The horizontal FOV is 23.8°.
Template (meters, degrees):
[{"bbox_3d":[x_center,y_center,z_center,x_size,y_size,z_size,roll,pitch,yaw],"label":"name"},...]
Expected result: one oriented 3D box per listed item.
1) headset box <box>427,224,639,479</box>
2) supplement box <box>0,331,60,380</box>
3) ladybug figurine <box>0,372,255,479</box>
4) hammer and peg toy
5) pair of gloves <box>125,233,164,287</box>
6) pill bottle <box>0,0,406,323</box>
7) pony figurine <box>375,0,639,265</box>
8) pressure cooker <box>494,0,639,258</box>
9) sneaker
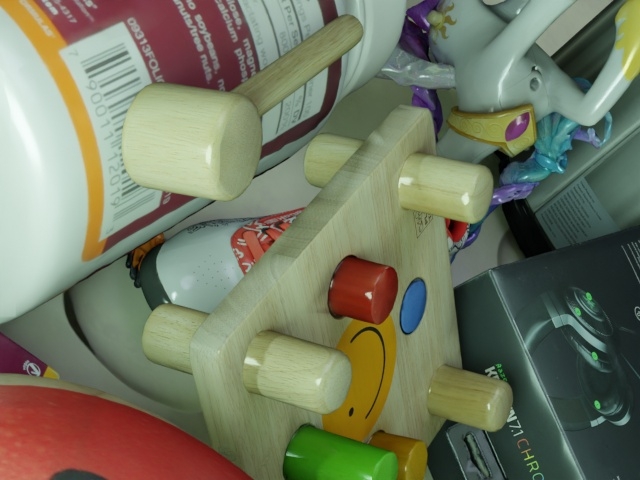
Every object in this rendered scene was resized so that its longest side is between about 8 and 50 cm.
[{"bbox_3d":[0.199,0.137,1.204,0.283,0.131,0.246,-14,77,-52],"label":"headset box"},{"bbox_3d":[-0.253,0.073,0.834,0.188,0.081,0.104,38,37,-16],"label":"supplement box"},{"bbox_3d":[-0.084,0.238,0.698,0.449,0.162,0.305,46,57,-33],"label":"ladybug figurine"},{"bbox_3d":[0.014,0.036,0.924,0.266,0.127,0.361,-49,141,-41],"label":"hammer and peg toy"},{"bbox_3d":[-0.105,0.020,1.104,0.083,0.010,0.074,35,38,-21],"label":"pair of gloves"},{"bbox_3d":[-0.123,-0.122,0.989,0.224,0.224,0.392,52,43,3],"label":"pill bottle"},{"bbox_3d":[0.124,-0.166,1.289,0.302,0.363,0.351,17,32,-30],"label":"pony figurine"},{"bbox_3d":[0.421,-0.110,1.439,0.369,0.420,0.376,30,40,-21],"label":"pressure cooker"},{"bbox_3d":[0.000,-0.001,1.108,0.270,0.145,0.090,-4,65,-52],"label":"sneaker"}]
